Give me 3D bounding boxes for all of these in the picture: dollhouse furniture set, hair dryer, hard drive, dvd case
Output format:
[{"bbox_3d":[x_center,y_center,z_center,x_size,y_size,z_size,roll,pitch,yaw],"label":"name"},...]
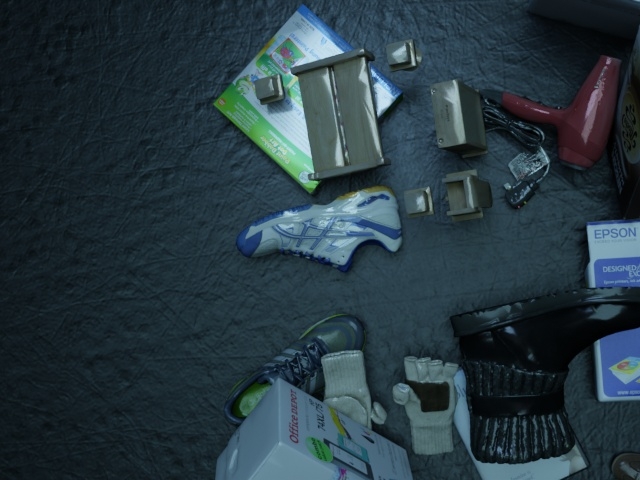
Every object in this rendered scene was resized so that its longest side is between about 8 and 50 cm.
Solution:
[{"bbox_3d":[0.095,-0.162,1.477,0.355,0.174,0.303,-9,88,23],"label":"dollhouse furniture set"},{"bbox_3d":[0.384,-0.209,1.448,0.293,0.080,0.224,-33,85,23],"label":"hair dryer"},{"bbox_3d":[0.449,-0.383,1.367,0.210,0.318,0.040,17,98,7],"label":"hard drive"},{"bbox_3d":[0.332,0.317,1.491,0.180,0.022,0.253,-27,84,4],"label":"dvd case"}]

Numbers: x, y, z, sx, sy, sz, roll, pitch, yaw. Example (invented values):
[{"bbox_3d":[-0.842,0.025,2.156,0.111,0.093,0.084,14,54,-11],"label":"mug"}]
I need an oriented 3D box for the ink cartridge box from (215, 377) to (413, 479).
[{"bbox_3d":[-0.011,0.400,1.377,0.270,0.198,0.197,32,106,-14],"label":"ink cartridge box"}]

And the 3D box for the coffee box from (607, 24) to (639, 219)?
[{"bbox_3d":[0.544,-0.181,1.339,0.118,0.297,0.168,-4,59,5],"label":"coffee box"}]

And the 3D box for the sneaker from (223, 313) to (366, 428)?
[{"bbox_3d":[-0.045,0.237,1.488,0.300,0.121,0.111,-39,84,3],"label":"sneaker"}]

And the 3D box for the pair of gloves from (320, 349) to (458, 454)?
[{"bbox_3d":[0.115,0.286,1.462,0.240,0.042,0.204,1,113,2],"label":"pair of gloves"}]

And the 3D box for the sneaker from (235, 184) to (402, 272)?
[{"bbox_3d":[0.000,0.000,1.502,0.296,0.112,0.131,-15,86,6],"label":"sneaker"}]

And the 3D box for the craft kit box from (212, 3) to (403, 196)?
[{"bbox_3d":[-0.022,-0.252,1.548,0.250,0.061,0.247,43,89,7],"label":"craft kit box"}]

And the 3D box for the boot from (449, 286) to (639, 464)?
[{"bbox_3d":[0.393,0.218,1.397,0.347,0.131,0.260,-15,83,24],"label":"boot"}]

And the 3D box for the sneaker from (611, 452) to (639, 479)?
[{"bbox_3d":[0.585,0.417,1.432,0.188,0.071,0.066,26,90,7],"label":"sneaker"}]

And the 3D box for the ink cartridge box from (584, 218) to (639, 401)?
[{"bbox_3d":[0.611,0.114,1.452,0.303,0.072,0.307,-3,84,7],"label":"ink cartridge box"}]
